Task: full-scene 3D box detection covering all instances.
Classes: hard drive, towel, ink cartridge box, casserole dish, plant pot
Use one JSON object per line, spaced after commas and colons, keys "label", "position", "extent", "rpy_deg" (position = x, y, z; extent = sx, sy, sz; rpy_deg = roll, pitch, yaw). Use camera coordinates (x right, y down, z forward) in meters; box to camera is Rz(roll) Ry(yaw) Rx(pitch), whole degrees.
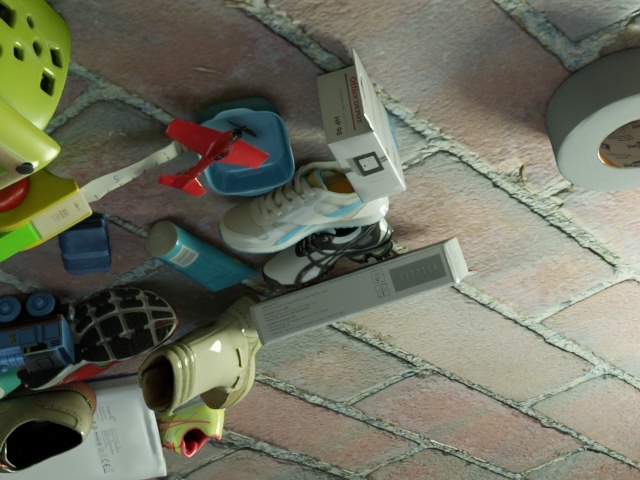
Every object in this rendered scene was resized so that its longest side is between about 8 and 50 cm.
{"label": "hard drive", "position": [-0.433, 0.333, 2.198], "extent": [0.318, 0.040, 0.210], "rpy_deg": [-9, 124, -2]}
{"label": "towel", "position": [-0.318, 0.006, 1.778], "extent": [0.067, 0.029, 0.119], "rpy_deg": [-5, 149, -8]}
{"label": "ink cartridge box", "position": [0.044, -0.137, 1.576], "extent": [0.060, 0.104, 0.180], "rpy_deg": [-16, 148, 12]}
{"label": "casserole dish", "position": [-0.095, -0.119, 1.630], "extent": [0.114, 0.037, 0.188], "rpy_deg": [-11, 150, 1]}
{"label": "plant pot", "position": [-0.398, -0.154, 1.323], "extent": [0.228, 0.207, 0.227], "rpy_deg": [-23, 146, 18]}
{"label": "ink cartridge box", "position": [0.071, 0.070, 1.940], "extent": [0.296, 0.066, 0.261], "rpy_deg": [-18, 179, 13]}

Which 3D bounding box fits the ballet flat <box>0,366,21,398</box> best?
{"label": "ballet flat", "position": [-0.565, 0.238, 2.032], "extent": [0.247, 0.087, 0.083], "rpy_deg": [-8, 147, -5]}

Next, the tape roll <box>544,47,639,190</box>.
{"label": "tape roll", "position": [0.401, -0.152, 1.683], "extent": [0.219, 0.072, 0.219], "rpy_deg": [-7, 148, -4]}

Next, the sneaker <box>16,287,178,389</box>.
{"label": "sneaker", "position": [-0.324, 0.145, 1.968], "extent": [0.279, 0.107, 0.118], "rpy_deg": [-20, 166, 22]}

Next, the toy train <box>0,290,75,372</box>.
{"label": "toy train", "position": [-0.441, 0.138, 1.886], "extent": [0.184, 0.105, 0.080], "rpy_deg": [-10, 149, 0]}

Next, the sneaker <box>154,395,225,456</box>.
{"label": "sneaker", "position": [-0.252, 0.335, 2.275], "extent": [0.208, 0.094, 0.081], "rpy_deg": [-27, 147, 28]}

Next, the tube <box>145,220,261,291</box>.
{"label": "tube", "position": [-0.167, 0.030, 1.849], "extent": [0.080, 0.052, 0.207], "rpy_deg": [-17, 154, 21]}

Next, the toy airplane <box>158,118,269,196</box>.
{"label": "toy airplane", "position": [-0.139, -0.098, 1.589], "extent": [0.151, 0.028, 0.151], "rpy_deg": [-8, 150, -4]}

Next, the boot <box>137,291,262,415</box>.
{"label": "boot", "position": [-0.188, 0.207, 1.995], "extent": [0.203, 0.095, 0.262], "rpy_deg": [-31, 160, -37]}

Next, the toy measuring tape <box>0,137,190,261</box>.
{"label": "toy measuring tape", "position": [-0.322, -0.078, 1.604], "extent": [0.330, 0.121, 0.121], "rpy_deg": [-31, 150, -9]}

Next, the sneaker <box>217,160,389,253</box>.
{"label": "sneaker", "position": [-0.027, -0.053, 1.723], "extent": [0.228, 0.087, 0.092], "rpy_deg": [-17, 142, -2]}

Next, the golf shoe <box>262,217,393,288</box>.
{"label": "golf shoe", "position": [0.000, 0.000, 1.834], "extent": [0.198, 0.077, 0.094], "rpy_deg": [-21, 132, 12]}

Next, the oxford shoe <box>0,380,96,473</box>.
{"label": "oxford shoe", "position": [-0.526, 0.311, 2.067], "extent": [0.348, 0.130, 0.123], "rpy_deg": [-19, 116, 2]}
